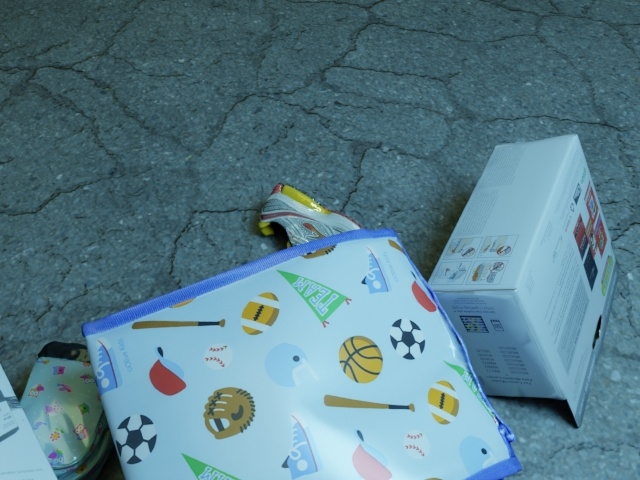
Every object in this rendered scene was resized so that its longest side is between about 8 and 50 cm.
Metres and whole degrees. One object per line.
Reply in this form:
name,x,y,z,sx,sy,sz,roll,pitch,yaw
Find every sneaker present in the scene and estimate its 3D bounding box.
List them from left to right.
sneaker,0.000,0.000,1.100,0.225,0.088,0.093,28,75,23

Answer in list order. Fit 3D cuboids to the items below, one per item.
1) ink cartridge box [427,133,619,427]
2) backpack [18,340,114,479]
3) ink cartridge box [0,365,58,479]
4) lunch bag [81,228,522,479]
ink cartridge box,0.298,0.056,0.976,0.130,0.272,0.309,-4,39,39
backpack,-0.316,0.221,0.870,0.152,0.115,0.182,7,51,3
ink cartridge box,-0.417,0.269,0.745,0.307,0.129,0.223,45,106,32
lunch bag,-0.015,0.191,0.786,0.385,0.239,0.328,-23,67,-9
